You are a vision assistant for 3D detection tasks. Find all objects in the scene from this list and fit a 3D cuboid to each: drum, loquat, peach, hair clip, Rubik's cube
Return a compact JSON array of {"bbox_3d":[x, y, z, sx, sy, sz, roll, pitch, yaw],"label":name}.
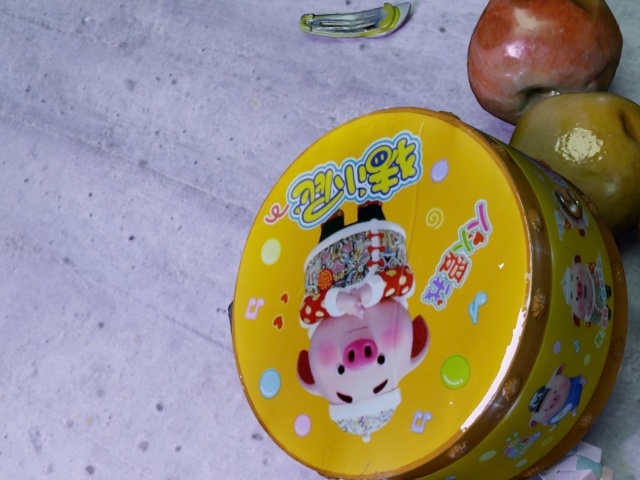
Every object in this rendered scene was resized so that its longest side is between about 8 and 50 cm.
[{"bbox_3d":[0.115,0.071,1.195,0.431,0.214,0.431,-15,68,39],"label":"drum"},{"bbox_3d":[0.325,-0.085,1.321,0.213,0.213,0.213,-11,54,16],"label":"loquat"},{"bbox_3d":[0.302,-0.266,1.456,0.214,0.214,0.236,-8,44,18],"label":"peach"},{"bbox_3d":[0.054,-0.353,1.721,0.188,0.033,0.060,0,60,20],"label":"hair clip"},{"bbox_3d":[0.287,0.258,1.180,0.073,0.075,0.084,-38,50,-1],"label":"Rubik's cube"}]

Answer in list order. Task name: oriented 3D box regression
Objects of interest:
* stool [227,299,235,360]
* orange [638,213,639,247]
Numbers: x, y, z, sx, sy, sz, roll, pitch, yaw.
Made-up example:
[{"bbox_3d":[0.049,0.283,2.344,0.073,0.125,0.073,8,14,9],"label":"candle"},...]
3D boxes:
[{"bbox_3d":[-0.075,0.124,1.416,0.096,0.096,0.110,-15,59,14],"label":"stool"},{"bbox_3d":[0.481,-0.002,1.168,0.264,0.264,0.264,-11,54,16],"label":"orange"}]
